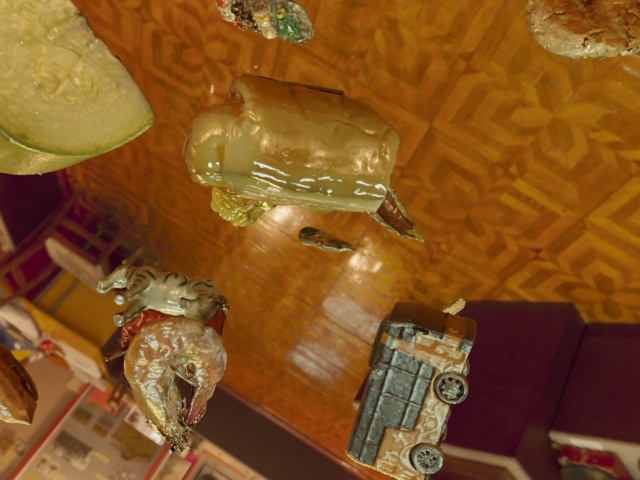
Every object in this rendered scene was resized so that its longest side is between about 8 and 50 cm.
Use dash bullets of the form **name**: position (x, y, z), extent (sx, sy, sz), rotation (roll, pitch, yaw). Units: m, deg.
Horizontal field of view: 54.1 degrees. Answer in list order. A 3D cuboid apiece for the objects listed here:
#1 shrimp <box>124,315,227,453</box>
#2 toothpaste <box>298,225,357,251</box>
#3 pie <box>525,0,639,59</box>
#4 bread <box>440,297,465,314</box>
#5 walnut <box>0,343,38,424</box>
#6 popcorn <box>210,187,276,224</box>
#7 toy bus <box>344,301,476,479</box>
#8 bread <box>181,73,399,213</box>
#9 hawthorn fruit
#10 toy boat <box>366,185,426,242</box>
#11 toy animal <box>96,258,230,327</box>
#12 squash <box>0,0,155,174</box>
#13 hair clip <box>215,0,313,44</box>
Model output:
- **shrimp**: position (-0.146, 0.155, 0.646), extent (0.101, 0.042, 0.190), rotation (-4, 123, -12)
- **toothpaste**: position (0.000, 0.000, 1.415), extent (0.078, 0.047, 0.248), rotation (9, -176, -22)
- **pie**: position (0.538, -0.461, 1.247), extent (0.274, 0.274, 0.055), rotation (22, 155, 20)
- **bread**: position (0.316, 0.207, 1.668), extent (0.028, 0.154, 0.068), rotation (56, 171, 7)
- **walnut**: position (-0.650, 0.292, 1.277), extent (0.207, 0.116, 0.116), rotation (50, 150, 5)
- **popcorn**: position (-0.233, -0.149, 1.983), extent (0.255, 0.256, 0.195), rotation (-30, 80, 29)
- **toy bus**: position (0.180, 0.293, 1.233), extent (0.194, 0.162, 0.323), rotation (18, 103, 12)
- **bread**: position (-0.058, -0.164, 1.063), extent (0.341, 0.210, 0.300), rotation (8, 177, -6)
- **hawthorn fruit**: position (-0.325, 0.193, 1.310), extent (0.210, 0.266, 0.230), rotation (52, 134, 7)
- **toy boat**: position (0.133, -0.107, 1.429), extent (0.099, 0.108, 0.293), rotation (-18, 109, 49)
- **toy animal**: position (-0.278, 0.089, 1.027), extent (0.255, 0.170, 0.089), rotation (19, 110, 20)
- **squash**: position (-0.348, -0.178, 0.715), extent (0.155, 0.204, 0.237), rotation (27, 158, 54)
- **hair clip**: position (-0.159, -0.556, 1.555), extent (0.321, 0.091, 0.138), rotation (33, 162, 39)
